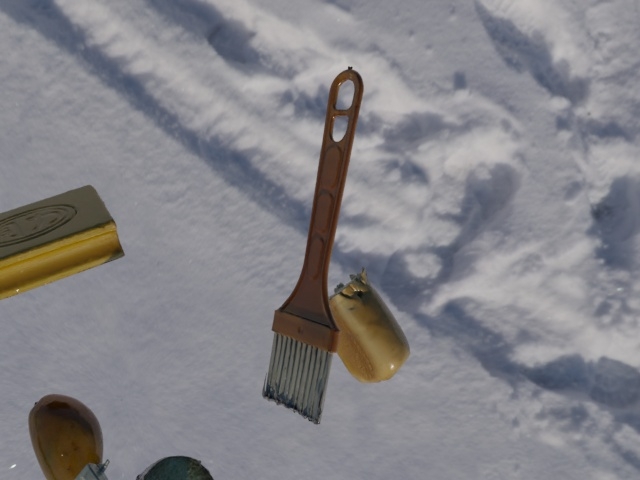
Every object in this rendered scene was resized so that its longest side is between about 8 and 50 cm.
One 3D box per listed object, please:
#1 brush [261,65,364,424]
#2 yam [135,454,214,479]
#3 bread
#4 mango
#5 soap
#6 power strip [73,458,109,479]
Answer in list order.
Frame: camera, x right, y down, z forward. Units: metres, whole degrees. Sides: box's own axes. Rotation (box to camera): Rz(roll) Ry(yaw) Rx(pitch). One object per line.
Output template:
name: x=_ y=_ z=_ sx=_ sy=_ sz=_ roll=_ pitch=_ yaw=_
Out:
brush: x=0.000 y=0.000 z=0.675 sx=0.017 sy=0.090 sz=0.314 roll=8 pitch=92 yaw=-42
yam: x=-0.305 y=0.529 z=1.553 sx=0.168 sy=0.304 sz=0.168 roll=6 pitch=69 yaw=-16
bread: x=0.071 y=0.141 z=1.219 sx=0.085 sy=0.134 sz=0.173 roll=-29 pitch=85 yaw=-36
mango: x=-0.520 y=0.437 z=1.580 sx=0.139 sy=0.113 sz=0.253 roll=-21 pitch=80 yaw=-18
soap: x=-0.589 y=0.006 z=1.547 sx=0.325 sy=0.204 sz=0.096 roll=-22 pitch=128 yaw=-21
power strip: x=-0.425 y=0.452 z=1.307 sx=0.047 sy=0.030 sz=0.191 roll=40 pitch=92 yaw=32
